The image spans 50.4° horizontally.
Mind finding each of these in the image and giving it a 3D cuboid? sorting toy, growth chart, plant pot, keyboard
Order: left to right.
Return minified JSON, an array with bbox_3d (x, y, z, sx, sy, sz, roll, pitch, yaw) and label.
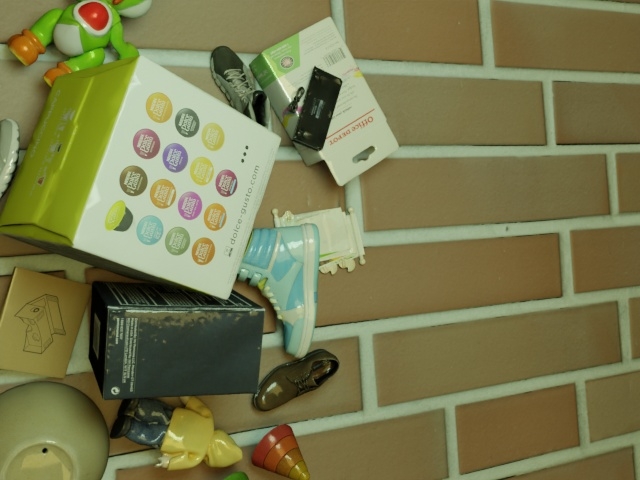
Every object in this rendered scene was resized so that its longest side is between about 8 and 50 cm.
[{"bbox_3d":[-0.545,0.430,1.318,0.284,0.191,0.284,1,87,-24],"label":"plant pot"},{"bbox_3d":[-0.157,0.579,1.494,0.365,0.126,0.127,-43,146,-20],"label":"sorting toy"},{"bbox_3d":[-0.021,-0.302,1.537,0.108,0.023,0.180,20,82,-26],"label":"keyboard"},{"bbox_3d":[0.000,0.000,1.664,0.237,0.021,0.171,-5,91,-24],"label":"growth chart"}]

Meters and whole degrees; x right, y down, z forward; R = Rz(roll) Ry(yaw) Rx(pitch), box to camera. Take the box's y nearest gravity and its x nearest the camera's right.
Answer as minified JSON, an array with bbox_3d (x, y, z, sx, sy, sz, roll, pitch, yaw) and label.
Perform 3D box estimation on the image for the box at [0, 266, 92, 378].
[{"bbox_3d":[-0.569,0.169,1.378,0.164,0.021,0.201,22,79,-43],"label":"box"}]

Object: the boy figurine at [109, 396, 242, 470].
[{"bbox_3d":[-0.299,0.416,1.480,0.285,0.092,0.177,26,51,-24],"label":"boy figurine"}]

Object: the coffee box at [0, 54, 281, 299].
[{"bbox_3d":[-0.346,-0.107,1.293,0.334,0.338,0.337,26,76,-43],"label":"coffee box"}]

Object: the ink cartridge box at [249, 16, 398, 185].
[{"bbox_3d":[0.012,-0.320,1.626,0.207,0.119,0.353,-34,101,-20],"label":"ink cartridge box"}]

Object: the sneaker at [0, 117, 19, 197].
[{"bbox_3d":[-0.671,-0.116,1.326,0.115,0.105,0.281,22,80,-22],"label":"sneaker"}]

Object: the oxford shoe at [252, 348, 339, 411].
[{"bbox_3d":[-0.055,0.327,1.590,0.227,0.096,0.082,-31,102,-20],"label":"oxford shoe"}]

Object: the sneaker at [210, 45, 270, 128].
[{"bbox_3d":[-0.167,-0.346,1.541,0.086,0.132,0.228,-28,99,-22],"label":"sneaker"}]

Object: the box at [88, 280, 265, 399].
[{"bbox_3d":[-0.298,0.192,1.368,0.294,0.296,0.182,2,95,-23],"label":"box"}]

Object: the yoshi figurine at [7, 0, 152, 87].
[{"bbox_3d":[-0.463,-0.471,1.424,0.362,0.203,0.203,-45,65,-4],"label":"yoshi figurine"}]

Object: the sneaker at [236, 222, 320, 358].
[{"bbox_3d":[-0.114,0.114,1.567,0.208,0.127,0.318,2,96,-10],"label":"sneaker"}]
